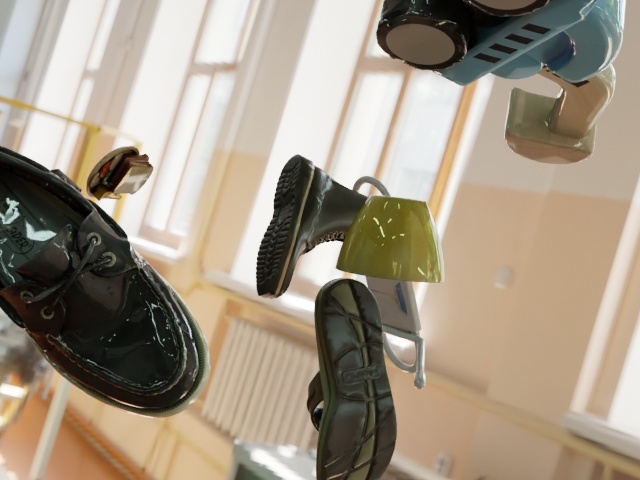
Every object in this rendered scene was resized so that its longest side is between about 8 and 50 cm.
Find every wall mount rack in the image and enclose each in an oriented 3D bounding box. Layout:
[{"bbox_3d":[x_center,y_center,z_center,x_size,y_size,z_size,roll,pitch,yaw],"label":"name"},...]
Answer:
[{"bbox_3d":[0.095,0.083,1.733,0.130,0.350,0.304,-22,18,-28],"label":"wall mount rack"}]

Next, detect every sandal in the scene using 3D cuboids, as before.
[{"bbox_3d":[0.033,0.203,1.477,0.120,0.303,0.086,2,-6,-32],"label":"sandal"}]

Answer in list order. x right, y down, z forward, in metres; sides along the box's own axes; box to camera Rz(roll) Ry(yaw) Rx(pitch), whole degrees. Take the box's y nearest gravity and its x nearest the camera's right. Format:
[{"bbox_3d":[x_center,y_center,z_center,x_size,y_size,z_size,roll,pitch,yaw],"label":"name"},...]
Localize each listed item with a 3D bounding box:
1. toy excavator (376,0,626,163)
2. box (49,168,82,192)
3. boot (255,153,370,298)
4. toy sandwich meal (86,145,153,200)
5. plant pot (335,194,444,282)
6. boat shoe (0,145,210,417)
[{"bbox_3d":[0.273,-0.254,1.334,0.445,0.222,0.433,24,-26,-24],"label":"toy excavator"},{"bbox_3d":[-0.514,0.007,1.674,0.060,0.216,0.270,39,28,19],"label":"box"},{"bbox_3d":[0.000,0.000,1.428,0.137,0.198,0.077,25,-20,-27],"label":"boot"},{"bbox_3d":[-0.228,-0.072,1.231,0.029,0.085,0.085,44,6,13],"label":"toy sandwich meal"},{"bbox_3d":[0.089,-0.005,1.323,0.134,0.095,0.134,6,3,0],"label":"plant pot"},{"bbox_3d":[-0.232,0.017,0.943,0.340,0.127,0.113,47,-7,23],"label":"boat shoe"}]
